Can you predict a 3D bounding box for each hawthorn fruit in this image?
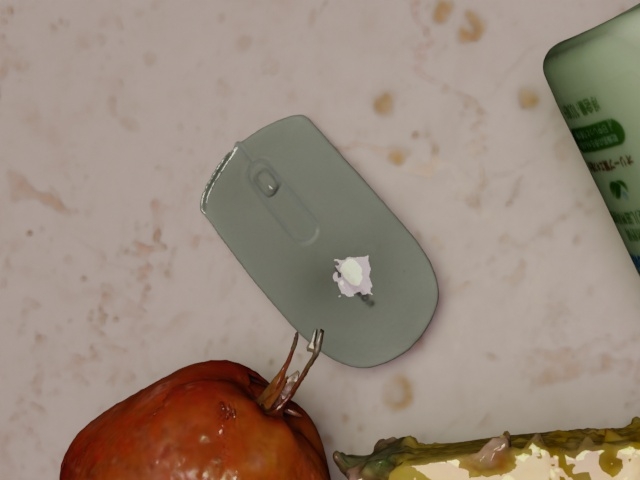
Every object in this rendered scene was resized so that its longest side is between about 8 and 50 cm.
[{"bbox_3d":[-0.079,0.184,1.027,0.211,0.211,0.299,43,109,10],"label":"hawthorn fruit"}]

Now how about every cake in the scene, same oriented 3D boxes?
[{"bbox_3d":[0.146,0.250,0.989,0.285,0.222,0.228,-6,83,10],"label":"cake"}]

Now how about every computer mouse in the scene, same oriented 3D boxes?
[{"bbox_3d":[0.000,0.000,1.110,0.128,0.079,0.231,-44,77,2],"label":"computer mouse"}]

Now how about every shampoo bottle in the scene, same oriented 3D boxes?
[{"bbox_3d":[0.304,-0.014,0.996,0.151,0.222,0.350,-28,94,-12],"label":"shampoo bottle"}]
